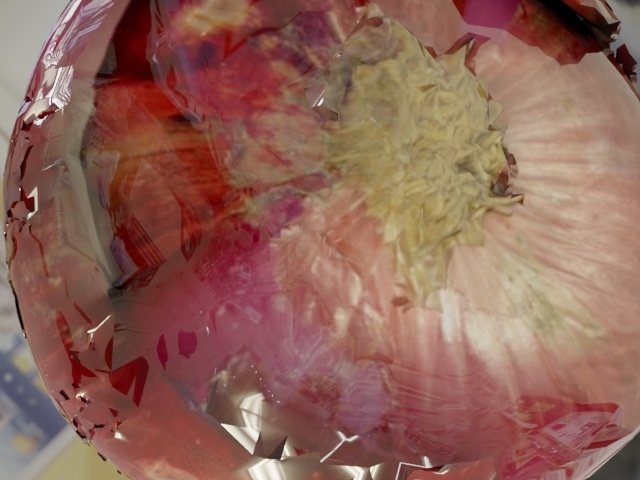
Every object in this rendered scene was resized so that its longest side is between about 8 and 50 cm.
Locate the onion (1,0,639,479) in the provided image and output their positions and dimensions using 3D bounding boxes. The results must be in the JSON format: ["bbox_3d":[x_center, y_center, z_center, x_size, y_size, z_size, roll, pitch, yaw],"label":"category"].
[{"bbox_3d":[0.000,0.000,0.411,0.150,0.150,0.140,45,159,-2],"label":"onion"}]
